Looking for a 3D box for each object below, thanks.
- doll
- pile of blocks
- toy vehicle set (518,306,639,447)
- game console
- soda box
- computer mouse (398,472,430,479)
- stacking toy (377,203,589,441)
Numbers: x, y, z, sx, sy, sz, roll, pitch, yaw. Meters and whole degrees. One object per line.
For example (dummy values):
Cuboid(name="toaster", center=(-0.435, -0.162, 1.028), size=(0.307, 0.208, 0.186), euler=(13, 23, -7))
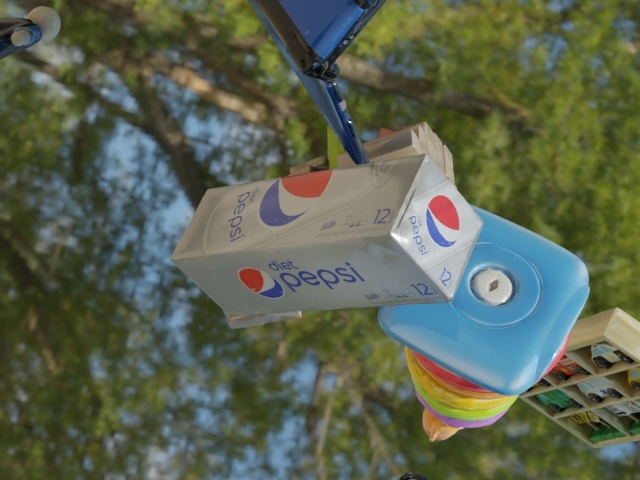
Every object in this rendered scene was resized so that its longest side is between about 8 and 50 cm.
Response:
Cuboid(name="doll", center=(-0.356, -0.206, 1.580), size=(0.129, 0.189, 0.046), euler=(11, -56, 48))
Cuboid(name="pile of blocks", center=(-0.008, -0.040, 1.593), size=(0.362, 0.149, 0.112), euler=(-38, -140, 38))
Cuboid(name="toy vehicle set", center=(0.306, 0.153, 1.611), size=(0.035, 0.166, 0.267), euler=(-60, -169, -22))
Cuboid(name="game console", center=(0.004, -0.258, 1.365), size=(0.250, 0.173, 0.293), euler=(-48, -126, 23))
Cuboid(name="soda box", center=(0.000, 0.000, 1.354), size=(0.286, 0.098, 0.091), euler=(-7, -133, 45))
Cuboid(name="computer mouse", center=(0.115, 0.335, 1.299), size=(0.072, 0.188, 0.272), euler=(-54, -175, 28))
Cuboid(name="stacking toy", center=(0.144, 0.124, 1.488), size=(0.175, 0.166, 0.302), euler=(-55, 166, -32))
